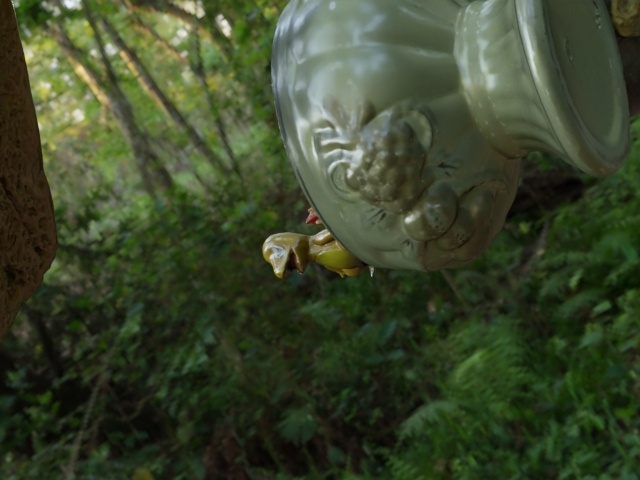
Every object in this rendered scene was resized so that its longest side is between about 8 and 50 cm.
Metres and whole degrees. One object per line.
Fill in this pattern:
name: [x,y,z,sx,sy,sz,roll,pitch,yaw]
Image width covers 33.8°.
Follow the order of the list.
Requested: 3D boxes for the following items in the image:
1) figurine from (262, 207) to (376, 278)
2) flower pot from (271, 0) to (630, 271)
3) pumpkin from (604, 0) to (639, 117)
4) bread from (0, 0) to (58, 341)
figurine: [-0.002,-0.003,1.611,0.176,0.122,0.121,-8,-36,0]
flower pot: [0.127,-0.132,0.946,0.244,0.307,0.307,-16,14,32]
pumpkin: [0.319,-0.354,1.302,0.454,0.454,0.344,-33,42,6]
bread: [-0.329,-0.075,0.925,0.185,0.109,0.380,-62,-18,-44]
